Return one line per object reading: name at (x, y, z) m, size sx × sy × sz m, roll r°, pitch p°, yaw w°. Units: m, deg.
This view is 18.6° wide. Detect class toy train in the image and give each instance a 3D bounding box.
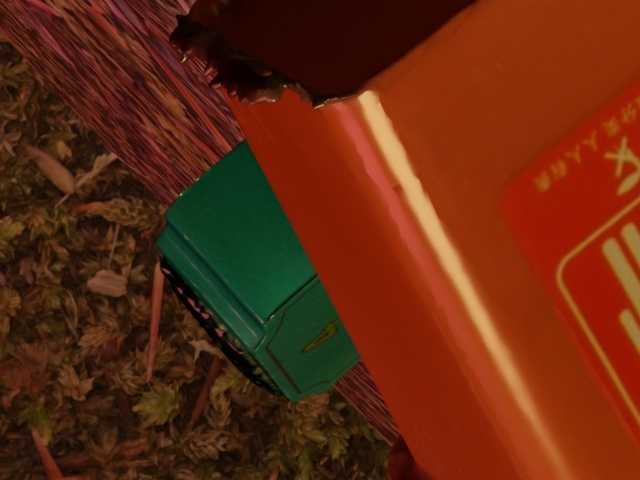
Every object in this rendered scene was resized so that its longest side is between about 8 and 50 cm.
toy train at (0.000, 0.000, 1.019) m, size 0.107 × 0.154 × 0.198 m, roll 46°, pitch 175°, yaw 19°

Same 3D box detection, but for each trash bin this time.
trash bin at (0.068, -0.004, 0.606) m, size 0.238 × 0.161 × 0.184 m, roll 57°, pitch 168°, yaw -29°
